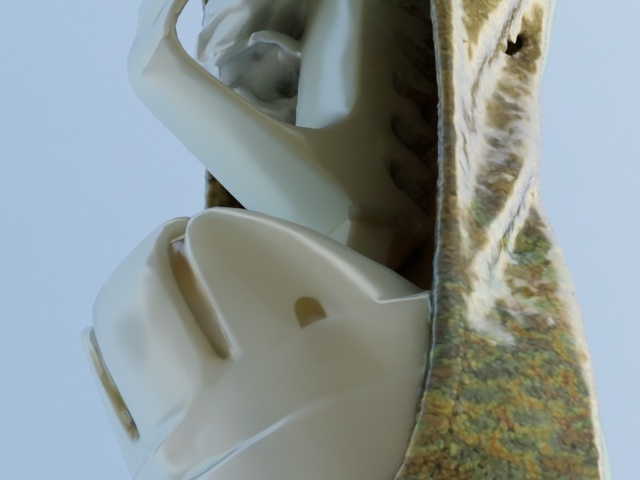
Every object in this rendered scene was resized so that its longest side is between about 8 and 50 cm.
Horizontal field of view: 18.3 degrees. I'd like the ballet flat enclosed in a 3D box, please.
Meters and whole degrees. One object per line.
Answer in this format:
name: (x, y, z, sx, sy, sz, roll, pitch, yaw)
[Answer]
ballet flat: (0.000, 0.000, 0.487, 0.123, 0.123, 0.348, 9, -129, -5)
